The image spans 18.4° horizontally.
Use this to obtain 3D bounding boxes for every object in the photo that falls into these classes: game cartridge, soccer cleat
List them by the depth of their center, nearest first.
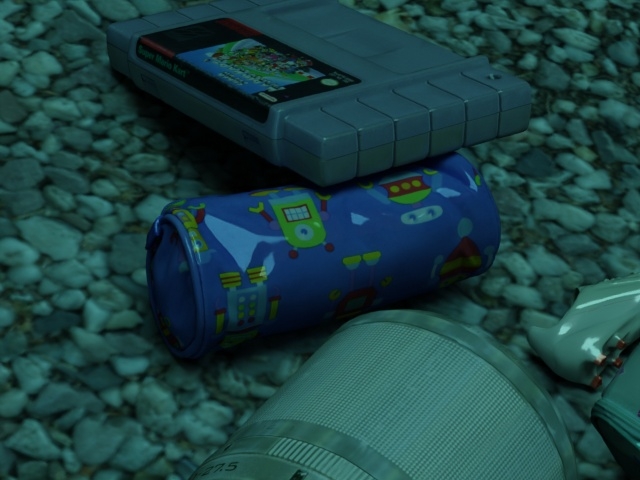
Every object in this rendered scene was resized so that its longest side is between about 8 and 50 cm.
[{"bbox_3d":[0.258,0.054,1.681,0.196,0.068,0.076,-31,54,-34],"label":"soccer cleat"},{"bbox_3d":[-0.013,-0.149,1.755,0.230,0.068,0.355,-12,27,-33],"label":"game cartridge"}]

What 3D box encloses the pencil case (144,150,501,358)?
[{"bbox_3d":[0.000,0.000,1.634,0.306,0.119,0.133,-15,70,-28],"label":"pencil case"}]

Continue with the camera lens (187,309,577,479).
[{"bbox_3d":[0.032,0.195,1.355,0.219,0.219,0.274,29,45,18],"label":"camera lens"}]

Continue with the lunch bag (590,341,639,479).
[{"bbox_3d":[0.337,0.189,1.447,0.279,0.224,0.108,37,84,23],"label":"lunch bag"}]
